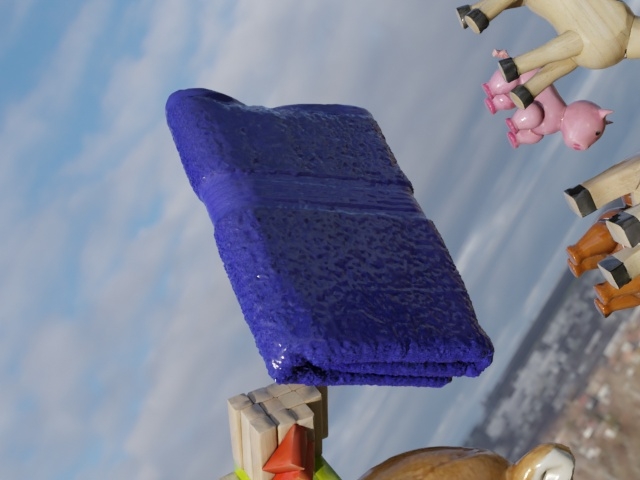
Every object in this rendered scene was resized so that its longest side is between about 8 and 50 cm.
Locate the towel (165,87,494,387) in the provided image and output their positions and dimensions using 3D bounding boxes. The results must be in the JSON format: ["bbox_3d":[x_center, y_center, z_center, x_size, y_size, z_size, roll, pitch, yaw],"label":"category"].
[{"bbox_3d":[0.000,0.000,1.157,0.227,0.308,0.076,2,-44,-33],"label":"towel"}]

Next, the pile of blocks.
[{"bbox_3d":[-0.056,0.312,1.374,0.149,0.112,0.362,5,-64,-37],"label":"pile of blocks"}]

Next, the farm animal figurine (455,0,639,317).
[{"bbox_3d":[0.269,-0.066,1.033,0.172,0.327,0.330,-30,-56,0],"label":"farm animal figurine"}]

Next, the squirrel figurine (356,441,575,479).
[{"bbox_3d":[0.146,0.334,0.932,0.281,0.397,0.370,-42,47,53],"label":"squirrel figurine"}]
